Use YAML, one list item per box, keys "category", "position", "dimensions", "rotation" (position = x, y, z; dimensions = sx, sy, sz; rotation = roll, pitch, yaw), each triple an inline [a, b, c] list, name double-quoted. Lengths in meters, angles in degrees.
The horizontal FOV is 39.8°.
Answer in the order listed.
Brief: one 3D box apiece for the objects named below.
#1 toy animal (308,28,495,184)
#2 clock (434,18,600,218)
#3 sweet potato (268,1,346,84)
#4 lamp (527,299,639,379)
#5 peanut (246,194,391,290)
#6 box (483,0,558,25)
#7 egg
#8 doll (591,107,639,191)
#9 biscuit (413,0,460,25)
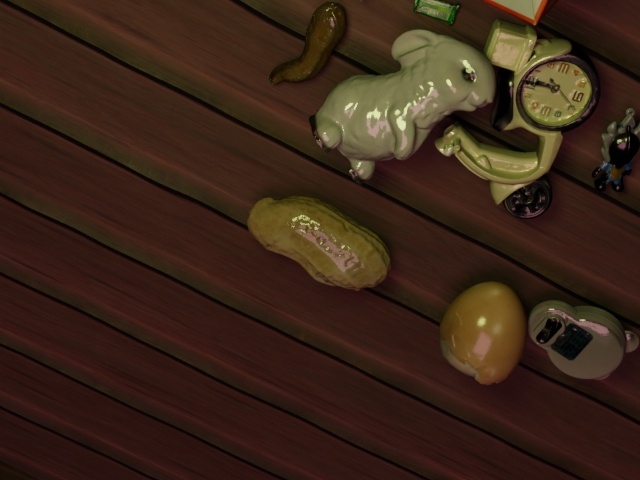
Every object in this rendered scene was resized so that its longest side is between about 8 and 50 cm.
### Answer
- category: "toy animal"
  position: [0.162, -0.280, 1.726]
  dimensions: [0.357, 0.258, 0.194]
  rotation: [-32, 142, 22]
- category: "clock"
  position: [0.393, -0.236, 1.784]
  dimensions: [0.276, 0.120, 0.379]
  rotation: [19, 120, -3]
- category: "sweet potato"
  position: [-0.017, -0.390, 1.806]
  dimensions: [0.081, 0.062, 0.233]
  rotation: [44, 126, 2]
- category: "lamp"
  position: [0.590, 0.217, 2.032]
  dimensions: [0.246, 0.108, 0.179]
  rotation: [29, 120, -5]
- category: "peanut"
  position: [0.003, -0.003, 2.000]
  dimensions: [0.340, 0.158, 0.174]
  rotation: [35, 153, -6]
- category: "box"
  position: [0.294, -0.590, 1.430]
  dimensions: [0.349, 0.257, 0.318]
  rotation: [28, 129, 14]
- category: "egg"
  position: [0.375, 0.206, 2.021]
  dimensions: [0.201, 0.201, 0.244]
  rotation: [19, 114, 0]
- category: "doll"
  position: [0.607, -0.182, 1.791]
  dimensions: [0.096, 0.070, 0.195]
  rotation: [-2, 131, -4]
- category: "biscuit"
  position: [0.224, -0.455, 1.730]
  dimensions: [0.089, 0.016, 0.046]
  rotation: [18, 123, 0]
